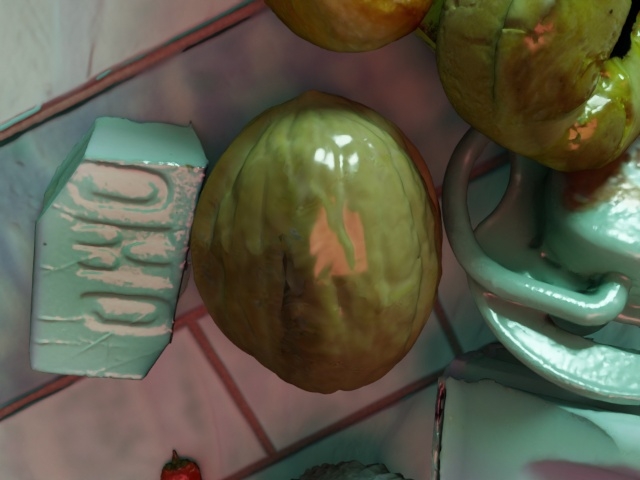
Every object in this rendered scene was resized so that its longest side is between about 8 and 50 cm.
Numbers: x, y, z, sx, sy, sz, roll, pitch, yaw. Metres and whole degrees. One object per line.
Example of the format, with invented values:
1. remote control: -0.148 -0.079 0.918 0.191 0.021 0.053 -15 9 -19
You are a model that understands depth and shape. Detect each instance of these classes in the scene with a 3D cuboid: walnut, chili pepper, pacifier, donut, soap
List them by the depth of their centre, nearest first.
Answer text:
1. donut: 0.206 -0.180 0.621 0.261 0.128 0.208 -50 134 -9
2. soap: 0.326 0.201 0.691 0.261 0.446 0.156 -11 105 -53
3. walnut: 0.000 0.000 0.701 0.225 0.225 0.261 -8 110 -7
4. soap: -0.183 0.006 0.740 0.145 0.091 0.230 5 112 -13
5. pacifier: 0.249 0.004 0.764 0.288 0.343 0.269 21 149 9
6. chili pepper: -0.147 0.311 0.904 0.045 0.027 0.178 -9 115 -8

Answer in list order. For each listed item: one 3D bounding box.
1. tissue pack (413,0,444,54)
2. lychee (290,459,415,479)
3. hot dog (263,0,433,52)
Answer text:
1. tissue pack: 0.160 -0.238 0.723 0.095 0.062 0.176 40 99 -22
2. lychee: 0.026 0.372 0.823 0.300 0.300 0.300 -4 112 -9
3. hot dog: 0.048 -0.353 0.588 0.223 0.185 0.405 29 103 -21
